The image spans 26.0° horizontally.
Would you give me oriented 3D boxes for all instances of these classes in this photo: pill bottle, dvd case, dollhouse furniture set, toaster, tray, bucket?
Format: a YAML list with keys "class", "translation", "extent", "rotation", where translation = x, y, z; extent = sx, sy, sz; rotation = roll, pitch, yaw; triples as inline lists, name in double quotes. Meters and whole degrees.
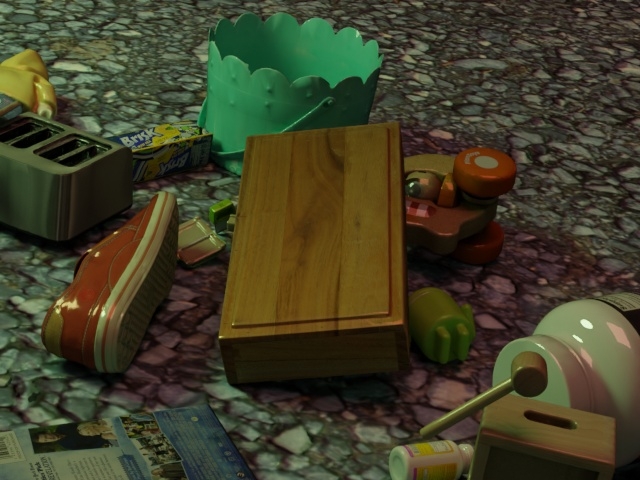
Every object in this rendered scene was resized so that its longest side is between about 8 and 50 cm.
- class: "pill bottle"
  translation: [0.350, 0.142, 1.492]
  extent: [0.323, 0.181, 0.181]
  rotation: [-9, 31, -31]
- class: "dvd case"
  translation: [-0.192, 0.229, 1.322]
  extent: [0.253, 0.022, 0.180]
  rotation: [-5, 30, -26]
- class: "dollhouse furniture set"
  translation: [-0.127, 0.000, 1.798]
  extent: [0.151, 0.058, 0.076]
  rotation: [-27, 48, -22]
- class: "toaster"
  translation: [-0.355, -0.079, 1.782]
  extent: [0.168, 0.110, 0.185]
  rotation: [20, 28, 22]
- class: "tray"
  translation: [0.000, 0.000, 1.651]
  extent: [0.202, 0.076, 0.411]
  rotation: [-5, 35, 6]
- class: "bucket"
  translation: [-0.048, -0.211, 2.064]
  extent: [0.281, 0.183, 0.281]
  rotation: [7, 26, -4]
- class: "pill bottle"
  translation: [0.114, 0.226, 1.402]
  extent: [0.083, 0.043, 0.043]
  rotation: [-3, 29, -24]

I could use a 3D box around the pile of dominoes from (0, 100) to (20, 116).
- class: "pile of dominoes"
  translation: [-0.510, -0.117, 1.755]
  extent: [0.196, 0.040, 0.251]
  rotation: [-25, 11, 29]

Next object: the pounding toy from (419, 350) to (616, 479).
- class: "pounding toy"
  translation: [0.188, 0.186, 1.322]
  extent: [0.181, 0.206, 0.094]
  rotation: [13, 26, 7]

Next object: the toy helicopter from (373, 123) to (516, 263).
- class: "toy helicopter"
  translation: [0.074, -0.040, 1.829]
  extent: [0.355, 0.140, 0.235]
  rotation: [-25, 45, -36]

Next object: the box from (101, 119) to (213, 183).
- class: "box"
  translation: [-0.237, -0.125, 1.975]
  extent: [0.169, 0.054, 0.059]
  rotation: [-17, 37, -43]

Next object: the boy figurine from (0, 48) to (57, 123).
- class: "boy figurine"
  translation: [-0.469, -0.204, 2.017]
  extent: [0.177, 0.092, 0.285]
  rotation: [8, 26, -1]

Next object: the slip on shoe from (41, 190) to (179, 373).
- class: "slip on shoe"
  translation: [-0.231, 0.035, 1.598]
  extent: [0.101, 0.123, 0.331]
  rotation: [9, 31, 7]

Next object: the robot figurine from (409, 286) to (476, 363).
- class: "robot figurine"
  translation: [0.137, 0.099, 1.636]
  extent: [0.101, 0.067, 0.115]
  rotation: [-9, 31, -17]
